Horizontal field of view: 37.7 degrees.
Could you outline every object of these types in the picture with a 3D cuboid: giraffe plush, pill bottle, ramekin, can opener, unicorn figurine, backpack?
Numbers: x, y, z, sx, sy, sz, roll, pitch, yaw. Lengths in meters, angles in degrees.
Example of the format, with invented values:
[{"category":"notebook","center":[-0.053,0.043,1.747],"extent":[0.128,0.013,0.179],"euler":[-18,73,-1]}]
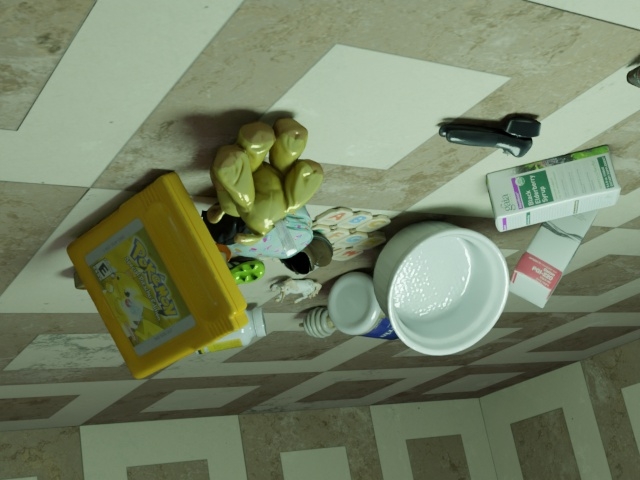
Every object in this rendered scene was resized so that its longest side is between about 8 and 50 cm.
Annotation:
[{"category":"giraffe plush","center":[-0.108,-0.090,1.484],"extent":[0.181,0.210,0.170],"euler":[-14,-163,-27]},{"category":"pill bottle","center":[-0.231,0.218,2.333],"extent":[0.184,0.103,0.103],"euler":[-10,161,0]},{"category":"pill bottle","center":[0.150,0.167,2.317],"extent":[0.153,0.153,0.264],"euler":[-23,158,32]},{"category":"ramekin","center":[0.246,0.090,1.981],"extent":[0.277,0.277,0.135],"euler":[-4,-161,-18]},{"category":"can opener","center":[0.283,-0.178,1.585],"extent":[0.186,0.073,0.059],"euler":[0,-163,-20]},{"category":"unicorn figurine","center":[-0.067,0.116,2.219],"extent":[0.161,0.060,0.111],"euler":[-17,167,-37]},{"category":"backpack","center":[-0.100,-0.034,1.677],"extent":[0.152,0.115,0.182],"euler":[-29,157,36]}]

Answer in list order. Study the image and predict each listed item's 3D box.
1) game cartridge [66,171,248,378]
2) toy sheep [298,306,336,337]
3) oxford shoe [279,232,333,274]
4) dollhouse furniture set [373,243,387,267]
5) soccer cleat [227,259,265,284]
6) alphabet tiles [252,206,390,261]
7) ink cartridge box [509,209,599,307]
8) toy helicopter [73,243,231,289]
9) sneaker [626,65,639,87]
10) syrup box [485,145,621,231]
[{"category":"game cartridge","center":[-0.289,0.071,1.633],"extent":[0.323,0.285,0.052],"euler":[-30,179,42]},{"category":"toy sheep","center":[-0.001,0.217,2.486],"extent":[0.132,0.091,0.091],"euler":[-18,160,35]},{"category":"oxford shoe","center":[-0.037,0.030,1.859],"extent":[0.082,0.096,0.227],"euler":[-21,160,22]},{"category":"dollhouse furniture set","center":[0.223,0.074,2.128],"extent":[0.183,0.129,0.129],"euler":[-10,161,0]},{"category":"soccer cleat","center":[-0.205,0.073,2.011],"extent":[0.178,0.060,0.072],"euler":[-6,-173,6]},{"category":"alphabet tiles","center":[0.000,0.000,1.967],"extent":[0.284,0.021,0.278],"euler":[10,152,-44]},{"category":"ink cartridge box","center":[0.491,0.016,1.974],"extent":[0.092,0.218,0.158],"euler":[29,167,14]},{"category":"toy helicopter","center":[-0.335,0.057,1.849],"extent":[0.354,0.140,0.235],"euler":[-10,173,31]},{"category":"sneaker","center":[0.553,-0.264,1.493],"extent":[0.157,0.061,0.065],"euler":[1,-175,-28]},{"category":"syrup box","center":[0.447,-0.098,1.815],"extent":[0.236,0.093,0.096],"euler":[-13,161,7]}]
